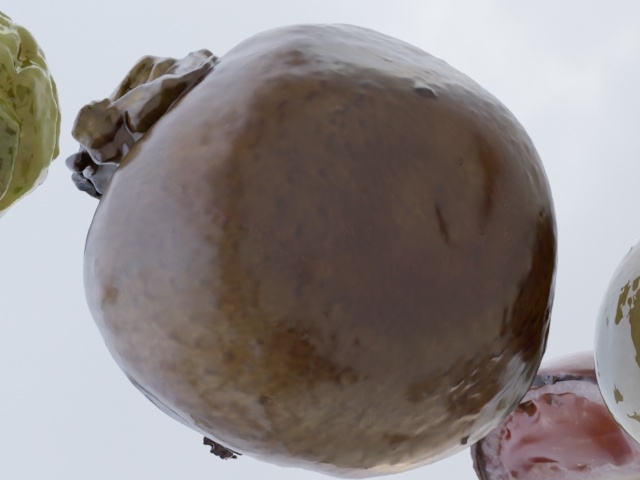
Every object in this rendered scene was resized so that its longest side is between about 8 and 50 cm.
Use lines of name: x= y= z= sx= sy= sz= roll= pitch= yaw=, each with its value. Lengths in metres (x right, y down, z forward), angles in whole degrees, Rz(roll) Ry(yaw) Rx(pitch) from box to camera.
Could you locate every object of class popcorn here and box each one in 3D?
popcorn: x=-0.375 y=-0.114 z=1.469 sx=0.237 sy=0.293 sz=0.293 roll=-108 pitch=4 yaw=-60

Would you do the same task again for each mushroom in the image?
mushroom: x=-0.005 y=-0.008 z=0.870 sx=0.195 sy=0.283 sz=0.263 roll=97 pitch=-163 yaw=-62

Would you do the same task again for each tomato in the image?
tomato: x=0.235 y=0.170 z=1.329 sx=0.228 sy=0.199 sz=0.112 roll=57 pitch=-141 yaw=-20

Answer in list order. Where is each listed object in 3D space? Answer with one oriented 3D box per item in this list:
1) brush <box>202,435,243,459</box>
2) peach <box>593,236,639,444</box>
brush: x=-0.076 y=0.156 z=1.633 sx=0.043 sy=0.036 sz=0.248 roll=45 pitch=-161 yaw=-8
peach: x=0.281 y=0.051 z=0.944 sx=0.232 sy=0.232 sz=0.232 roll=1 pitch=-90 yaw=-67
